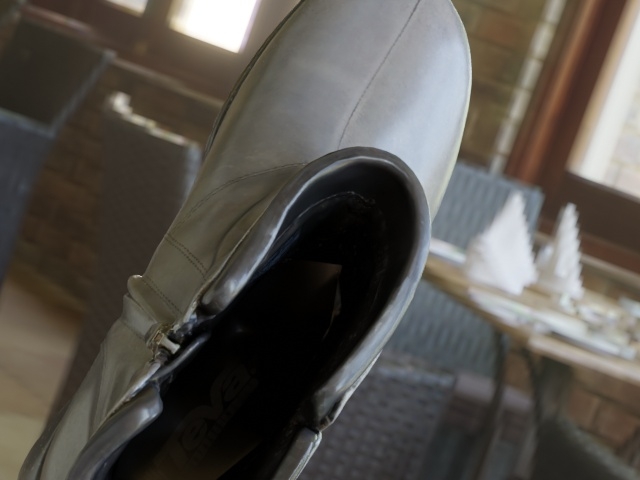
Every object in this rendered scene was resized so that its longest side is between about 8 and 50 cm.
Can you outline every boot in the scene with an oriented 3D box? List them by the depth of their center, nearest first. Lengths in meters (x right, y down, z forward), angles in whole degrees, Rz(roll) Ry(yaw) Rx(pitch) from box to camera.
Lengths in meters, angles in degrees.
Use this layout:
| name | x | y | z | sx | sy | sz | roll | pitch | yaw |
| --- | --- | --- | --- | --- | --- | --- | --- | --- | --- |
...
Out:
| name | x | y | z | sx | sy | sz | roll | pitch | yaw |
| --- | --- | --- | --- | --- | --- | --- | --- | --- | --- |
| boot | 0.000 | 0.000 | 0.694 | 0.118 | 0.338 | 0.223 | 29 | -19 | -8 |
